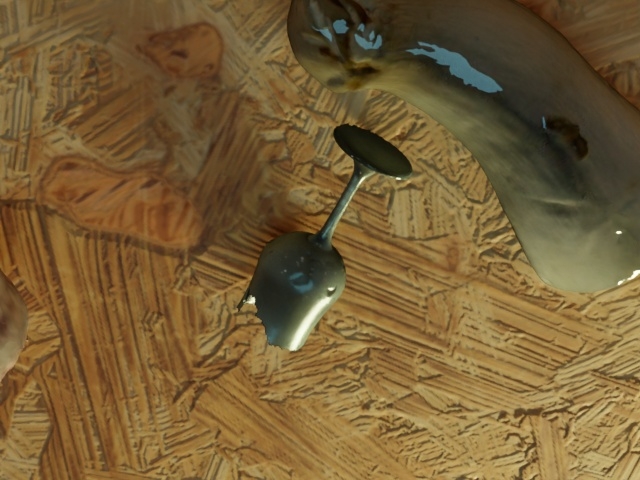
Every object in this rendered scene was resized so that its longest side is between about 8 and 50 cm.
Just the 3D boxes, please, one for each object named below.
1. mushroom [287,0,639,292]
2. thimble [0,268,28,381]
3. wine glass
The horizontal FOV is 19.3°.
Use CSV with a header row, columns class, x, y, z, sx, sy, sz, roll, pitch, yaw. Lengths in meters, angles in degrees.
class,x,y,z,sx,sy,sz,roll,pitch,yaw
mushroom,0.142,-0.107,1.539,0.177,0.126,0.397,-34,123,24
thimble,-0.375,0.066,1.529,0.239,0.239,0.162,-24,121,8
wine glass,0.000,0.000,1.612,0.079,0.079,0.195,22,115,-18
